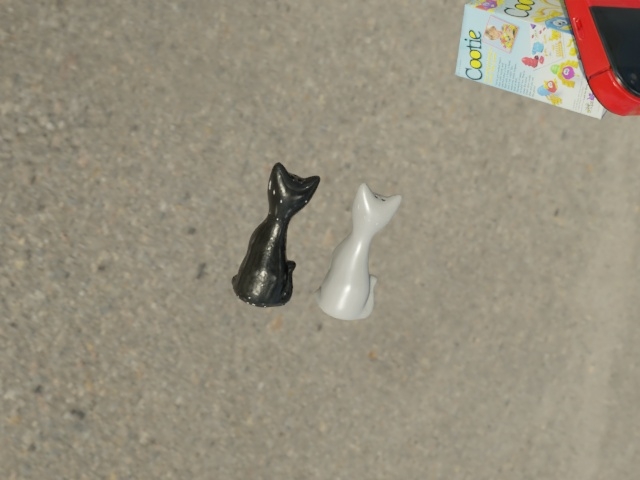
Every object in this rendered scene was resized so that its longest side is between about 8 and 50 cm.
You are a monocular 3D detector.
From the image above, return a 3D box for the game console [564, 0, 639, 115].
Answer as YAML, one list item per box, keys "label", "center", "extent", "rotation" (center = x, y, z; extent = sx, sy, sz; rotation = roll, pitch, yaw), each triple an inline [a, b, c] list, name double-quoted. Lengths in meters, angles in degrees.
- label: "game console"
  center: [0.544, -0.373, 1.808]
  extent: [0.386, 0.060, 0.342]
  rotation: [-7, 74, -37]

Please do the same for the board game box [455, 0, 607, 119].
- label: "board game box"
  center: [0.398, -0.341, 1.924]
  extent: [0.142, 0.275, 0.144]
  rotation: [-45, 148, -45]

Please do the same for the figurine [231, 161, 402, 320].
- label: "figurine"
  center: [0.000, 0.000, 1.593]
  extent: [0.215, 0.092, 0.209]
  rotation: [10, 113, -19]
